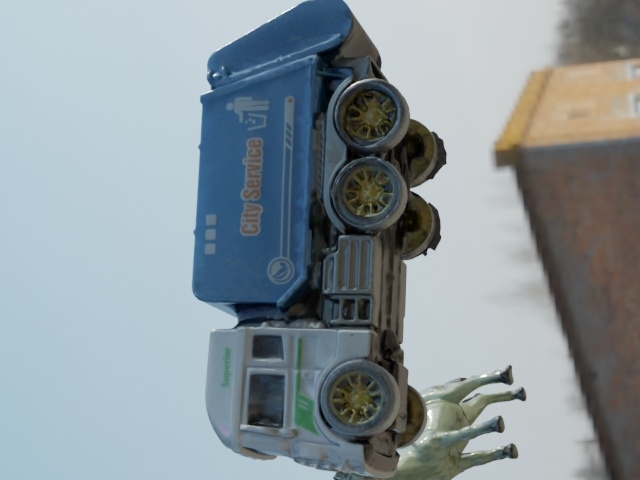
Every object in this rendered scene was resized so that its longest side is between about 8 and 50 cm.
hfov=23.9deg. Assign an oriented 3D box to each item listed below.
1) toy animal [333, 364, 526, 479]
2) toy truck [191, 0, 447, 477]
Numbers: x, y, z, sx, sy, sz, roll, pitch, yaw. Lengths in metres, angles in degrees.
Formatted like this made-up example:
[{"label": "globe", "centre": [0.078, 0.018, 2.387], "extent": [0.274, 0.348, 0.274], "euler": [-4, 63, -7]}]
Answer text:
[{"label": "toy animal", "centre": [0.111, 0.193, 1.509], "extent": [0.217, 0.176, 0.073], "euler": [-55, -50, -64]}, {"label": "toy truck", "centre": [0.000, 0.000, 1.191], "extent": [0.146, 0.175, 0.367], "euler": [39, -128, -70]}]
